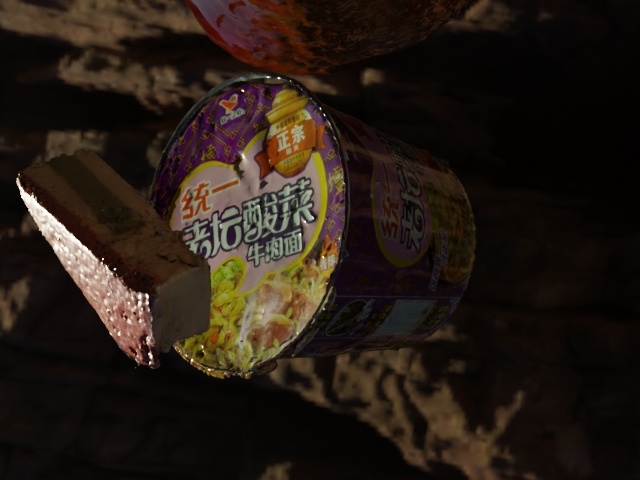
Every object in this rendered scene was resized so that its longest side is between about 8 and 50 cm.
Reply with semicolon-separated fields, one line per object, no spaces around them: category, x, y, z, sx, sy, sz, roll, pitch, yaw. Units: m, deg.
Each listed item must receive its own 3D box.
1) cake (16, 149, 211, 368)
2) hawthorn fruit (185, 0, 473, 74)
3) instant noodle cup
cake;-0.177;0.021;1.063;0.086;0.116;0.220;-26;-137;-32
hawthorn fruit;0.045;-0.274;0.777;0.369;0.284;0.285;-30;-159;-26
instant noodle cup;0.000;0.000;1.386;0.266;0.339;0.340;12;180;-44
